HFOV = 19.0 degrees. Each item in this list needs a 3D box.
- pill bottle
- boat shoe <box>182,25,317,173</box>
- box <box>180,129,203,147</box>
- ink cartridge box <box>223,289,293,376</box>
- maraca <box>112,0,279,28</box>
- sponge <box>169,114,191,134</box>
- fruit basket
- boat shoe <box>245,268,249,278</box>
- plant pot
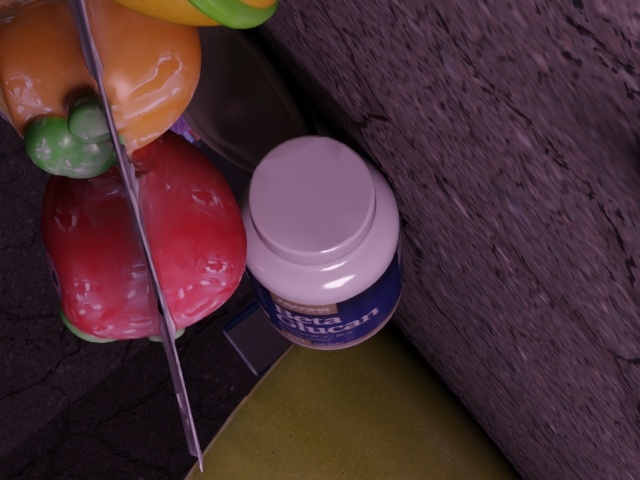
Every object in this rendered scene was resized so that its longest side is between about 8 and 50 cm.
[{"bbox_3d":[0.000,0.000,1.108,0.094,0.094,0.169,50,172,16],"label":"pill bottle"},{"bbox_3d":[-0.066,-0.122,1.174,0.206,0.075,0.065,45,-145,14],"label":"boat shoe"},{"bbox_3d":[-0.192,-0.179,1.593,0.233,0.044,0.159,54,161,-23],"label":"box"},{"bbox_3d":[-0.030,0.058,1.602,0.052,0.088,0.122,52,-174,-5],"label":"ink cartridge box"},{"bbox_3d":[-0.048,-0.139,0.683,0.127,0.099,0.185,62,-163,-16],"label":"maraca"},{"bbox_3d":[-0.160,-0.127,1.512,0.117,0.031,0.210,49,154,-14],"label":"sponge"},{"bbox_3d":[-0.123,-0.053,1.008,0.327,0.165,0.353,148,112,-84],"label":"fruit basket"},{"bbox_3d":[-0.033,-0.004,1.520,0.184,0.066,0.063,-153,39,-81],"label":"boat shoe"},{"bbox_3d":[0.059,0.239,1.487,0.293,0.275,0.275,36,171,10],"label":"plant pot"}]
